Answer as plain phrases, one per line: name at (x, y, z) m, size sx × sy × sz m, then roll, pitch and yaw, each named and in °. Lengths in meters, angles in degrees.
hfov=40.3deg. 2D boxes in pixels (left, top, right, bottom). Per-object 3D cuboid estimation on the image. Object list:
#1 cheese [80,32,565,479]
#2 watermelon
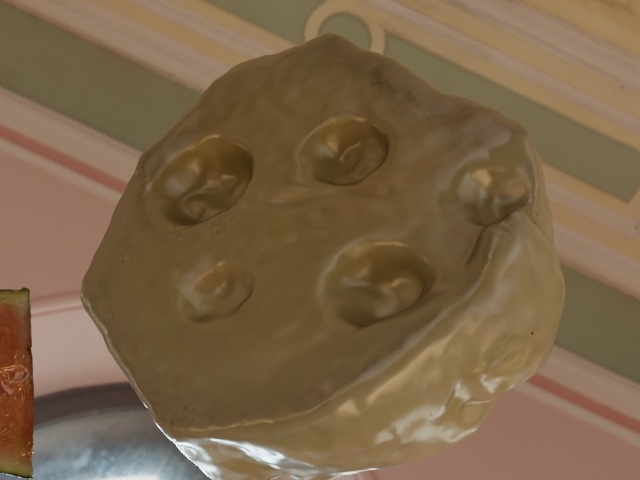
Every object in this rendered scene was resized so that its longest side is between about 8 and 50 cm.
cheese at (0.000, 0.000, 0.580) m, size 0.317 × 0.326 × 0.115 m, roll -6°, pitch -34°, yaw 24°
watermelon at (-0.294, 0.126, 0.761) m, size 0.086 × 0.163 × 0.069 m, roll -1°, pitch -14°, yaw -16°
